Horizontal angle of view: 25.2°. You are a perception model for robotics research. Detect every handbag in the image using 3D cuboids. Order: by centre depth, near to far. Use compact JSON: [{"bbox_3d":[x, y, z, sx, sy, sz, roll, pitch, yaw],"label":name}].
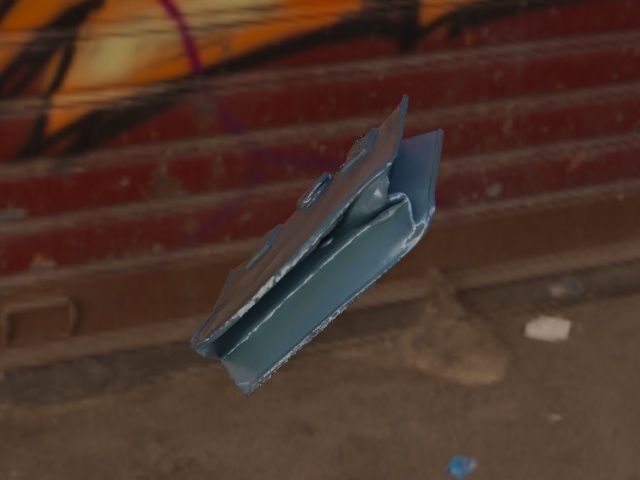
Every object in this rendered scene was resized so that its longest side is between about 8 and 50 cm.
[{"bbox_3d":[0.000,0.000,1.119,0.062,0.229,0.179,40,26,-13],"label":"handbag"}]
